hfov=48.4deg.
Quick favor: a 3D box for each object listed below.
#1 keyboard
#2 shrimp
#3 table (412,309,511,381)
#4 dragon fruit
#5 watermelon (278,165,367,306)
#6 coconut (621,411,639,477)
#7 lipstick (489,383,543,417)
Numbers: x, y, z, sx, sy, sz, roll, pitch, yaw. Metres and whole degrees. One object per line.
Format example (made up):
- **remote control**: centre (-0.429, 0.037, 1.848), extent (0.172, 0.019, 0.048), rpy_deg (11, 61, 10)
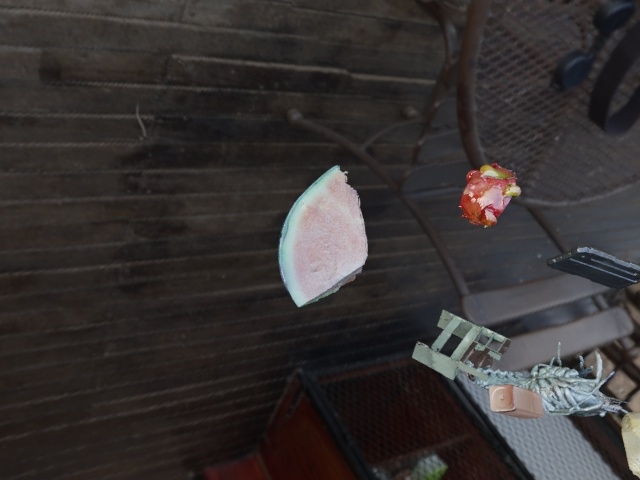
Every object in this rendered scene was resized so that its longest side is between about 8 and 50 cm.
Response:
- **keyboard**: centre (0.595, 0.059, 1.506), extent (0.262, 0.016, 0.106), rpy_deg (16, 151, -32)
- **shrimp**: centre (0.571, 0.361, 1.801), extent (0.410, 0.221, 0.166), rpy_deg (1, 120, 18)
- **table**: centre (0.322, 0.248, 1.616), extent (0.146, 0.175, 0.062), rpy_deg (-39, 147, -47)
- **dragon fruit**: centre (0.263, -0.078, 1.166), extent (0.068, 0.126, 0.112), rpy_deg (27, 109, -10)
- **watermelon**: centre (-0.022, 0.003, 1.148), extent (0.146, 0.128, 0.231), rpy_deg (-24, 110, -35)
- **coconut**: centre (0.552, 0.324, 1.133), extent (0.122, 0.116, 0.116), rpy_deg (-15, 152, 26)
- **lipstick**: centre (0.329, 0.271, 1.191), extent (0.045, 0.045, 0.145), rpy_deg (-14, 156, 31)
